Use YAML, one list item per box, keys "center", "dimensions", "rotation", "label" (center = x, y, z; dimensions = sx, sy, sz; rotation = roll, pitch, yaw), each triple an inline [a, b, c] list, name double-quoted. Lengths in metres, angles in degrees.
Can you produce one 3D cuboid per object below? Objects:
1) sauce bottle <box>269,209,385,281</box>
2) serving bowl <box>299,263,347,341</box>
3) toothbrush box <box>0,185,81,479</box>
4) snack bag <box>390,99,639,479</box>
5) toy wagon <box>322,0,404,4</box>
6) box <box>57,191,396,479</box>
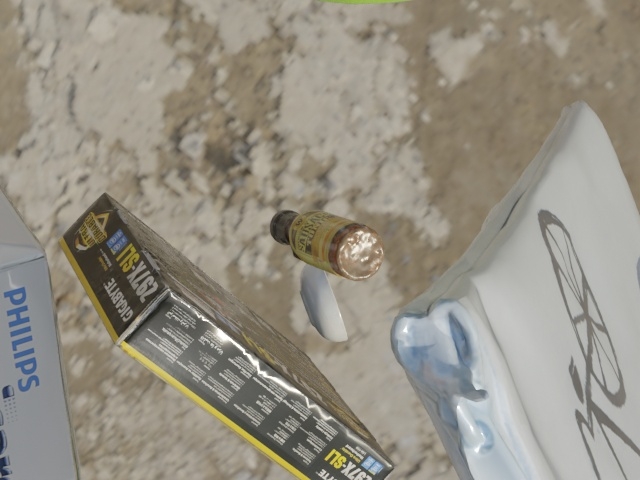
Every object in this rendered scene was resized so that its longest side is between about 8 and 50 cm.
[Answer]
- center: [0.000, 0.000, 1.192]
  dimensions: [0.042, 0.128, 0.042]
  rotation: [-4, 99, -27]
  label: "sauce bottle"
- center: [-0.001, 0.059, 1.574]
  dimensions: [0.027, 0.083, 0.083]
  rotation: [-21, 78, -4]
  label: "serving bowl"
- center: [-0.264, 0.043, 0.648]
  dimensions: [0.283, 0.122, 0.206]
  rotation: [-18, 36, -22]
  label: "toothbrush box"
- center: [0.118, 0.128, 0.550]
  dimensions: [0.323, 0.037, 0.342]
  rotation: [68, 18, -7]
  label: "snack bag"
- center: [-0.001, -0.218, 0.404]
  dimensions: [0.068, 0.344, 0.267]
  rotation: [-8, 113, -3]
  label: "toy wagon"
- center: [-0.095, 0.109, 1.648]
  dimensions: [0.079, 0.257, 0.322]
  rotation: [-47, 120, 4]
  label: "box"
